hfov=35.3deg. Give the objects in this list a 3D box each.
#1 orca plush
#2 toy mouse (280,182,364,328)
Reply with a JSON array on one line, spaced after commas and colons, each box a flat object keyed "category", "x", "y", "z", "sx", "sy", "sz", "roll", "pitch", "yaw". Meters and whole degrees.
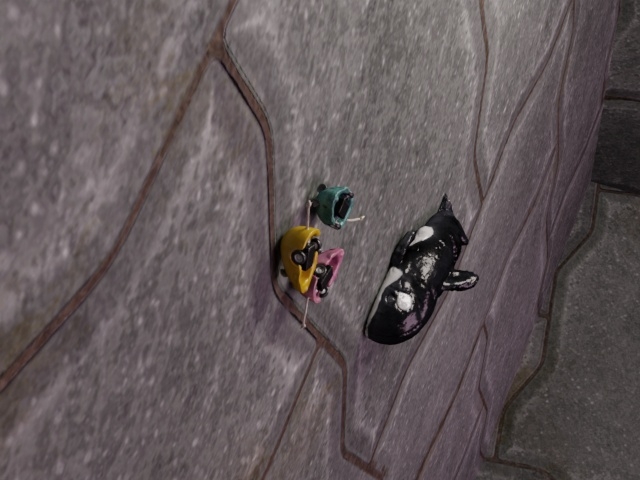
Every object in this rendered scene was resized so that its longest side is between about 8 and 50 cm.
[{"category": "orca plush", "x": 0.162, "y": 0.051, "z": 1.343, "sx": 0.287, "sy": 0.102, "sz": 0.151, "roll": -39, "pitch": 143, "yaw": -59}, {"category": "toy mouse", "x": 0.000, "y": 0.000, "z": 0.947, "sx": 0.143, "sy": 0.031, "sz": 0.161, "roll": -45, "pitch": 149, "yaw": -52}]
